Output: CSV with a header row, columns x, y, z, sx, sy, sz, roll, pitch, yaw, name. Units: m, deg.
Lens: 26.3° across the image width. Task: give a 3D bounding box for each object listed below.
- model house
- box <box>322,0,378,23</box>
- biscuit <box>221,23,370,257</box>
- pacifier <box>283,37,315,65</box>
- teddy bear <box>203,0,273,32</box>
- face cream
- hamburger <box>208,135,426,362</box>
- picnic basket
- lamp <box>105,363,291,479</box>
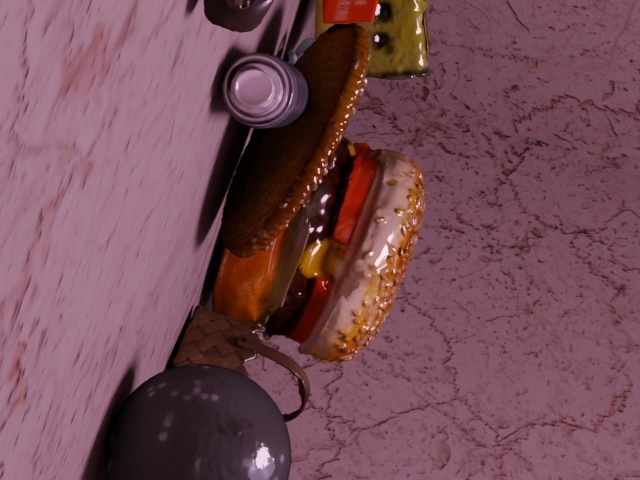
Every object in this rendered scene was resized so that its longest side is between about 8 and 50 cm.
x,y,z,sx,sy,sz,roll,pitch,yaw,name
0.059,-0.345,1.836,0.193,0.175,0.234,-72,156,-67,model house
0.026,-0.322,0.950,0.273,0.048,0.265,103,-14,-78,box
-0.029,-0.114,1.580,0.305,0.038,0.305,-52,-160,29,biscuit
-0.014,-0.185,1.771,0.127,0.117,0.150,-140,-117,-64,pacifier
-0.037,-0.215,0.961,0.119,0.078,0.160,-75,-179,-46,teddy bear
-0.053,-0.149,1.380,0.283,0.073,0.073,-59,168,-84,face cream
0.000,0.000,1.911,0.330,0.250,0.330,20,90,-89,hamburger
-0.099,0.172,1.751,0.137,0.178,0.128,-69,175,-45,picnic basket
-0.165,0.235,1.401,0.314,0.182,0.182,-27,-148,41,lamp
